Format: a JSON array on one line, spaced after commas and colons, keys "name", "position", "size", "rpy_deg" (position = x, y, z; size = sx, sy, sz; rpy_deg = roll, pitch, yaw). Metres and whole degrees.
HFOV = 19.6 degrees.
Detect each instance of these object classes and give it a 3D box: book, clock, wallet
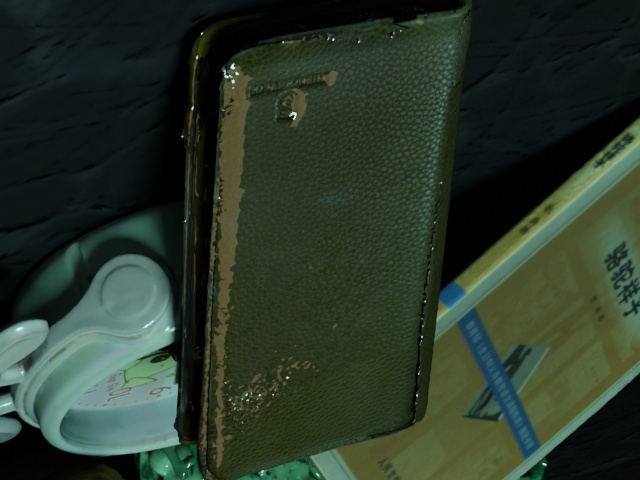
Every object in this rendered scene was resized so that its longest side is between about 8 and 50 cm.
[{"name": "book", "position": [0.103, 0.050, 0.894], "size": [0.242, 0.018, 0.170], "rpy_deg": [-41, 144, -8]}, {"name": "clock", "position": [-0.063, 0.037, 0.793], "size": [0.191, 0.062, 0.151], "rpy_deg": [-14, 157, -22]}, {"name": "wallet", "position": [0.000, 0.000, 0.701], "size": [0.110, 0.031, 0.198], "rpy_deg": [-13, 128, -24]}]

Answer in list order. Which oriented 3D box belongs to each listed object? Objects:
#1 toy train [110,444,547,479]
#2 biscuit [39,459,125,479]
[{"name": "toy train", "position": [-0.009, 0.128, 0.991], "size": [0.269, 0.115, 0.154], "rpy_deg": [-1, 151, -43]}, {"name": "biscuit", "position": [-0.167, 0.204, 0.817], "size": [0.259, 0.079, 0.259], "rpy_deg": [-42, -171, 8]}]
